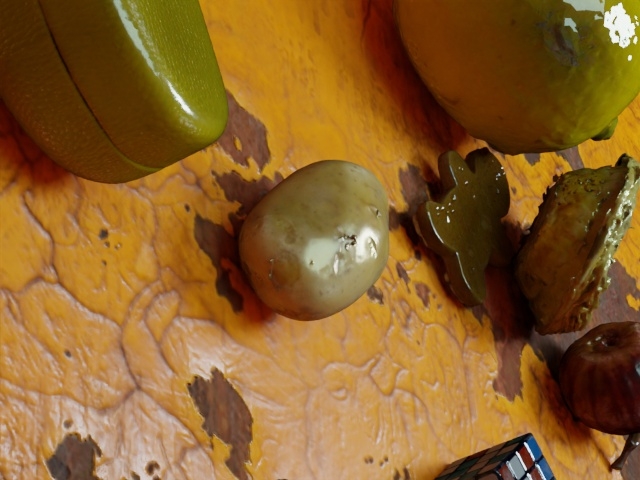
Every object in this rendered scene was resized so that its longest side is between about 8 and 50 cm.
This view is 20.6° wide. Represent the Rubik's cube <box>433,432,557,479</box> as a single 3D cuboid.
[{"bbox_3d":[0.155,0.239,1.560,0.092,0.092,0.092,62,31,-3],"label":"Rubik's cube"}]

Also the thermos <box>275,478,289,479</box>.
[{"bbox_3d":[0.034,0.335,1.297,0.330,0.136,0.109,50,47,-11],"label":"thermos"}]

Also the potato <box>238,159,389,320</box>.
[{"bbox_3d":[0.000,0.000,1.490,0.178,0.109,0.118,-44,128,-51],"label":"potato"}]

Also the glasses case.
[{"bbox_3d":[-0.198,-0.224,1.331,0.173,0.141,0.371,13,57,-68],"label":"glasses case"}]

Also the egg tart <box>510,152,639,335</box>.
[{"bbox_3d":[0.258,-0.001,1.806,0.090,0.212,0.212,26,40,-3],"label":"egg tart"}]

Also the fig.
[{"bbox_3d":[0.311,0.157,1.819,0.128,0.128,0.150,6,69,-54],"label":"fig"}]

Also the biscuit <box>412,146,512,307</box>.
[{"bbox_3d":[0.151,-0.024,1.793,0.138,0.031,0.205,57,34,-20],"label":"biscuit"}]

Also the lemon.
[{"bbox_3d":[0.209,-0.228,1.818,0.284,0.260,0.260,29,38,0],"label":"lemon"}]
